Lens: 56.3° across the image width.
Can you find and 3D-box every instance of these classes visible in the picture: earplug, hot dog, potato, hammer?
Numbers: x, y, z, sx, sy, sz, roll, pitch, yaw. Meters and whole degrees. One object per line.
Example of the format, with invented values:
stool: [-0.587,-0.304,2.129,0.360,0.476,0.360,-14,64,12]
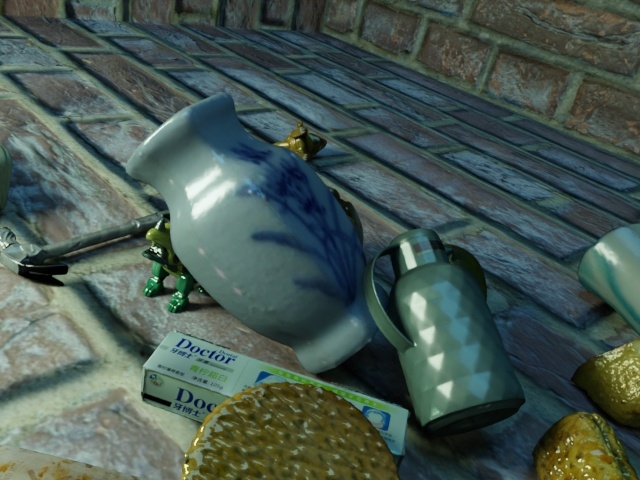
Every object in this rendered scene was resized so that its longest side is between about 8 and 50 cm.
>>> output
earplug: [0.664,0.133,1.148,0.185,0.184,0.324,4,36,-18]
hot dog: [-0.245,0.269,0.584,0.253,0.069,0.131,15,19,-5]
potato: [0.209,0.083,1.040,0.169,0.143,0.248,33,29,5]
hammer: [-0.363,-0.024,1.086,0.152,0.044,0.427,29,31,25]

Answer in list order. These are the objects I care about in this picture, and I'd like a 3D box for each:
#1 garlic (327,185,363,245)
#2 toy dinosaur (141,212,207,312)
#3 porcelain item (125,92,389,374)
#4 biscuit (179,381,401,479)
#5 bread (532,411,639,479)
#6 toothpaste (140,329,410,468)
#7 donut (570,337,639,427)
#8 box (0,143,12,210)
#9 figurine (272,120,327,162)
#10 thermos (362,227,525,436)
garlic: [0.000,0.000,1.096,0.160,0.191,0.214,42,18,-1]
toy dinosaur: [-0.198,0.018,0.989,0.094,0.153,0.259,30,23,23]
porcelain item: [-0.078,-0.010,0.875,0.405,0.179,0.242,49,29,-6]
biscuit: [-0.022,0.267,0.628,0.254,0.035,0.253,14,51,-17]
bread: [0.333,0.311,0.721,0.083,0.113,0.211,24,25,-16]
toothpaste: [-0.058,0.211,0.770,0.337,0.067,0.081,17,29,6]
donut: [0.580,0.231,0.947,0.295,0.151,0.112,9,39,-11]
box: [-0.689,-0.150,1.049,0.312,0.175,0.183,34,25,33]
figurine: [-0.062,-0.254,1.608,0.123,0.121,0.176,-6,6,23]
thermos: [0.156,0.118,0.841,0.182,0.145,0.286,2,57,-30]
